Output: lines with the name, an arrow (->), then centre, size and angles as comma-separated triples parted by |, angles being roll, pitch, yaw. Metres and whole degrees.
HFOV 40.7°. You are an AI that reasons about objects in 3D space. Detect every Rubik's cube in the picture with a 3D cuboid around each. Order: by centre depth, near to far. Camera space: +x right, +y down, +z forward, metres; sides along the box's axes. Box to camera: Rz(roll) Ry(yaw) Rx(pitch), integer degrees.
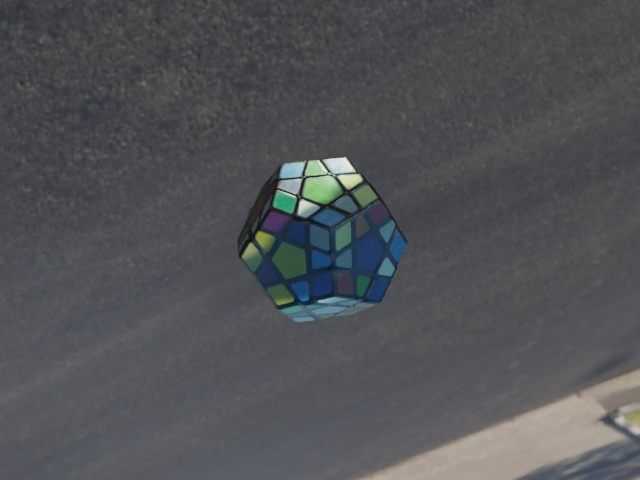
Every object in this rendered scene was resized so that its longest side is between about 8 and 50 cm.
Rubik's cube -> 0.000, 0.000, 0.659 | 0.133, 0.133, 0.112 | 4, -171, -39
